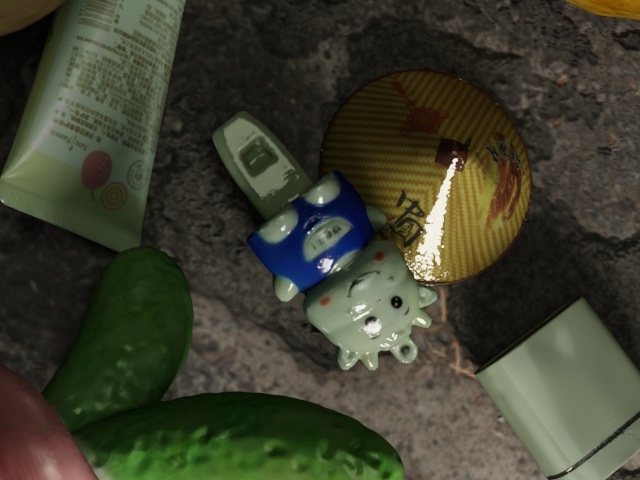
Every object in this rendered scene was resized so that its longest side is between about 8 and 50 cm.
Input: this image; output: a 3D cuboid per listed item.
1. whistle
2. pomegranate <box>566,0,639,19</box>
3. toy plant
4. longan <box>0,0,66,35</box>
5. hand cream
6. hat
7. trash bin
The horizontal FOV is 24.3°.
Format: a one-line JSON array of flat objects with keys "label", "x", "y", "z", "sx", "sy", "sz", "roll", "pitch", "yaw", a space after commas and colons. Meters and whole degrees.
[{"label": "whistle", "x": 0.000, "y": 0.000, "z": 1.193, "sx": 0.110, "sy": 0.092, "sz": 0.244, "roll": -37, "pitch": 91, "yaw": -6}, {"label": "pomegranate", "x": 0.276, "y": -0.378, "z": 1.233, "sx": 0.410, "sy": 0.410, "sz": 0.410, "roll": 3, "pitch": 77, "yaw": -14}, {"label": "toy plant", "x": -0.168, "y": 0.178, "z": 1.035, "sx": 0.356, "sy": 0.210, "sz": 0.317, "roll": -26, "pitch": 44, "yaw": -29}, {"label": "longan", "x": -0.293, "y": -0.285, "z": 1.041, "sx": 0.361, "sy": 0.361, "sz": 0.361, "roll": 3, "pitch": 77, "yaw": -14}, {"label": "hand cream", "x": -0.163, "y": -0.152, "z": 1.183, "sx": 0.147, "sy": 0.093, "sz": 0.305, "roll": 27, "pitch": 67, "yaw": -46}, {"label": "hat", "x": 0.101, "y": -0.062, "z": 1.241, "sx": 0.193, "sy": 0.082, "sz": 0.193, "roll": 3, "pitch": 78, "yaw": -14}, {"label": "trash bin", "x": 0.210, "y": 0.131, "z": 1.239, "sx": 0.116, "sy": 0.059, "sz": 0.130, "roll": -35, "pitch": 87, "yaw": -20}]
